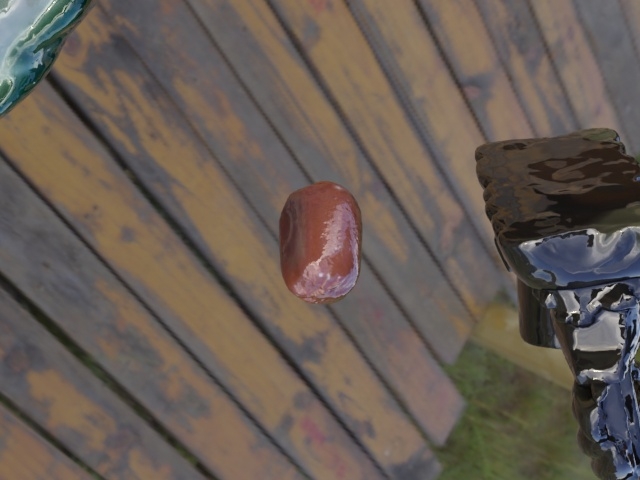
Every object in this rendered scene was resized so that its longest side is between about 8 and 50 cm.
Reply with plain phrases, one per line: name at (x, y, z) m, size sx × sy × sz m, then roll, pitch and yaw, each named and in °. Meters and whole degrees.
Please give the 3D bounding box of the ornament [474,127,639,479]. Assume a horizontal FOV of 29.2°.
ornament at (0.184, 0.071, 0.821) m, size 0.251 × 0.106 × 0.260 m, roll -76°, pitch 153°, yaw -71°

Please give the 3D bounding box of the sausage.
sausage at (0.000, 0.000, 0.882) m, size 0.054 × 0.059 × 0.094 m, roll 18°, pitch 57°, yaw -29°

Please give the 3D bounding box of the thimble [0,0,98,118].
thimble at (-0.214, -0.168, 0.540) m, size 0.288 × 0.167 × 0.254 m, roll -39°, pitch 141°, yaw -7°
